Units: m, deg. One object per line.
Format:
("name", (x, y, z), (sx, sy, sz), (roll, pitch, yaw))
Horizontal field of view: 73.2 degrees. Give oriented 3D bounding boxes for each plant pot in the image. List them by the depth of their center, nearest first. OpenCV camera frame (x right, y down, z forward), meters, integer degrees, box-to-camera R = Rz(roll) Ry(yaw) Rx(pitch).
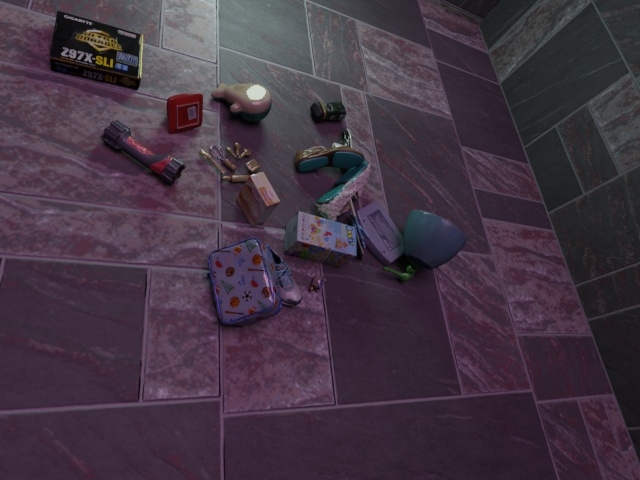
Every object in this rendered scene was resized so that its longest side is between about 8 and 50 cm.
("plant pot", (0.499, 0.018, 1.996), (0.290, 0.290, 0.195), (33, 81, -11))

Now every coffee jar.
("coffee jar", (0.038, -0.670, 2.240), (0.184, 0.079, 0.096), (-12, 74, -35))

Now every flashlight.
("flashlight", (-0.671, -0.343, 1.651), (0.304, 0.103, 0.103), (37, 27, -7))

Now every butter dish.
("butter dish", (-0.583, -0.549, 1.796), (0.159, 0.160, 0.118), (-27, 57, -37))

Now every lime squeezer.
("lime squeezer", (0.401, 0.132, 2.040), (0.310, 0.059, 0.110), (-23, 72, -45))

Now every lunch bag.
("lunch bag", (-0.280, 0.147, 1.558), (0.243, 0.115, 0.304), (-20, 69, 10))

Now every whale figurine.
("whale figurine", (-0.359, -0.638, 1.984), (0.271, 0.141, 0.216), (15, 55, 6))

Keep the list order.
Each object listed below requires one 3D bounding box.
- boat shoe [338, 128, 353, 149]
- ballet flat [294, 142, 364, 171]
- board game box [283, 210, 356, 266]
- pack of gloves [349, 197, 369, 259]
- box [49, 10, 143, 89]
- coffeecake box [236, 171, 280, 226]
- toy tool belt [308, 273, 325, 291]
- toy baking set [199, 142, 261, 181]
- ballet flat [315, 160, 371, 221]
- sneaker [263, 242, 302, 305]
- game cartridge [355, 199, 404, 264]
("boat shoe", (0.122, -0.482, 2.192), (0.079, 0.084, 0.233), (0, 57, -2))
("ballet flat", (0.037, -0.407, 2.061), (0.342, 0.116, 0.124), (-10, 54, -12))
("board game box", (0.000, 0.000, 1.828), (0.275, 0.142, 0.144), (15, 59, -22))
("pack of gloves", (0.178, -0.053, 1.931), (0.046, 0.195, 0.232), (-14, 69, -1))
("box", (-0.902, -0.771, 1.755), (0.321, 0.079, 0.257), (6, 65, -28))
("coffeecake box", (-0.255, -0.163, 1.739), (0.068, 0.185, 0.142), (-23, 78, -36))
("toy tool belt", (-0.010, 0.182, 1.785), (0.051, 0.052, 0.083), (28, 55, -5))
("toy baking set", (-0.385, -0.333, 1.856), (0.256, 0.030, 0.197), (-11, 69, -34))
("ballet flat", (0.120, -0.226, 2.046), (0.147, 0.147, 0.409), (46, 55, -1))
("sneaker", (-0.168, 0.133, 1.674), (0.283, 0.122, 0.110), (49, 53, 1))
("game cartridge", (0.284, -0.036, 2.059), (0.196, 0.060, 0.294), (-29, 85, -41))
